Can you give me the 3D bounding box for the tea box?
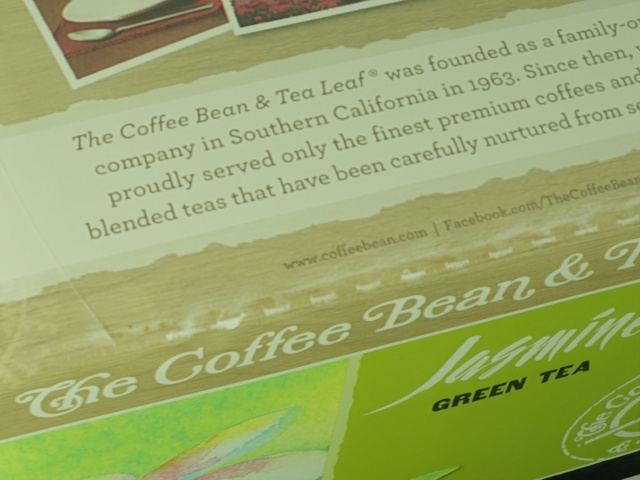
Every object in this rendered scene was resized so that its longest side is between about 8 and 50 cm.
[{"bbox_3d":[0.000,0.000,0.639,0.329,0.323,0.220,-14,61,-13],"label":"tea box"}]
